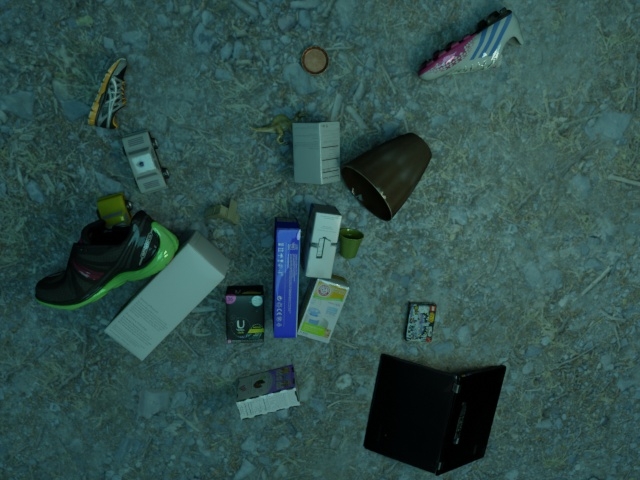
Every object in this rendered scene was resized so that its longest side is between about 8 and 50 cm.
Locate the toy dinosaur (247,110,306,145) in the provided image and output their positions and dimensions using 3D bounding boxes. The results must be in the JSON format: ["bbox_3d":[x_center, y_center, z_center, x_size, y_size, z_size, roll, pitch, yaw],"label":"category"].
[{"bbox_3d":[-0.123,-0.336,1.596,0.183,0.053,0.092,-19,90,-8],"label":"toy dinosaur"}]

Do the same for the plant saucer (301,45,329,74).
[{"bbox_3d":[-0.016,-0.536,1.566,0.084,0.013,0.083,-1,104,-6],"label":"plant saucer"}]

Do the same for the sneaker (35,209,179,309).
[{"bbox_3d":[-0.640,0.047,1.526,0.483,0.185,0.202,-25,114,15],"label":"sneaker"}]

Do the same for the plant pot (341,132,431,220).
[{"bbox_3d":[0.217,-0.214,1.589,0.230,0.215,0.215,-43,105,-10],"label":"plant pot"}]

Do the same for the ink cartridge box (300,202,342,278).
[{"bbox_3d":[0.000,0.000,1.633,0.086,0.148,0.203,7,104,-10],"label":"ink cartridge box"}]

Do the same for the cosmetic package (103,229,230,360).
[{"bbox_3d":[-0.457,0.162,1.603,0.155,0.197,0.365,43,95,-13],"label":"cosmetic package"}]

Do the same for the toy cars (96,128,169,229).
[{"bbox_3d":[-0.567,-0.137,1.572,0.177,0.087,0.393,23,100,-11],"label":"toy cars"}]

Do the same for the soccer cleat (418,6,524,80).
[{"bbox_3d":[0.454,-0.546,1.558,0.331,0.116,0.143,-34,105,3],"label":"soccer cleat"}]

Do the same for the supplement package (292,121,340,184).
[{"bbox_3d":[-0.011,-0.263,1.569,0.105,0.105,0.179,9,108,34],"label":"supplement package"}]

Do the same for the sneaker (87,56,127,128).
[{"bbox_3d":[-0.594,-0.420,1.509,0.083,0.084,0.214,21,105,-24],"label":"sneaker"}]

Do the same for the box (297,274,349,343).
[{"bbox_3d":[0.003,0.211,1.709,0.114,0.103,0.203,19,101,-11],"label":"box"}]

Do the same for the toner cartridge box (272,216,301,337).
[{"bbox_3d":[-0.109,0.113,1.642,0.075,0.165,0.347,1,105,-6],"label":"toner cartridge box"}]

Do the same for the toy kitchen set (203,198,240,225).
[{"bbox_3d":[-0.304,-0.090,1.644,0.083,0.075,0.068,32,58,-44],"label":"toy kitchen set"}]

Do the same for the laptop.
[{"bbox_3d":[0.413,0.603,1.895,0.408,0.236,0.381,-1,107,-35],"label":"laptop"}]

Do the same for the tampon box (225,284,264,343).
[{"bbox_3d":[-0.241,0.236,1.691,0.121,0.101,0.160,-1,104,-6],"label":"tampon box"}]

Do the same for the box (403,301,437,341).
[{"bbox_3d":[0.341,0.278,1.800,0.094,0.027,0.137,3,103,-8],"label":"box"}]

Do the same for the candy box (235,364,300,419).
[{"bbox_3d":[-0.172,0.497,1.731,0.196,0.165,0.070,-14,103,-2],"label":"candy box"}]

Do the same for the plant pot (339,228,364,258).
[{"bbox_3d":[0.094,0.014,1.688,0.083,0.083,0.079,4,115,-7],"label":"plant pot"}]
